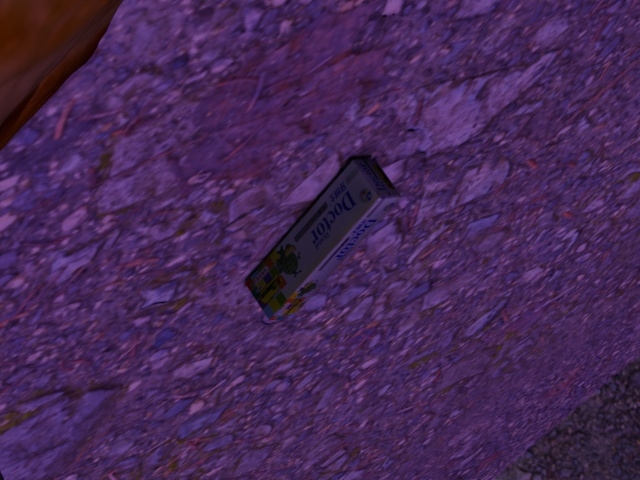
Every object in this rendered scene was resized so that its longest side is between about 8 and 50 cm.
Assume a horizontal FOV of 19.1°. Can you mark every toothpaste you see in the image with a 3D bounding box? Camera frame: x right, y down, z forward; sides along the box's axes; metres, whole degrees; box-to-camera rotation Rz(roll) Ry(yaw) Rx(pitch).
[{"bbox_3d":[0.000,0.000,1.584,0.034,0.046,0.164,-4,143,-50],"label":"toothpaste"}]

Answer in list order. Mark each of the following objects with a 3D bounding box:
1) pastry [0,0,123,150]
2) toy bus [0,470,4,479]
[{"bbox_3d":[-0.215,-0.119,0.474,0.388,0.388,0.313,-24,119,-31],"label":"pastry"},{"bbox_3d":[-0.286,0.142,1.342,0.092,0.106,0.268,-31,162,-15],"label":"toy bus"}]
